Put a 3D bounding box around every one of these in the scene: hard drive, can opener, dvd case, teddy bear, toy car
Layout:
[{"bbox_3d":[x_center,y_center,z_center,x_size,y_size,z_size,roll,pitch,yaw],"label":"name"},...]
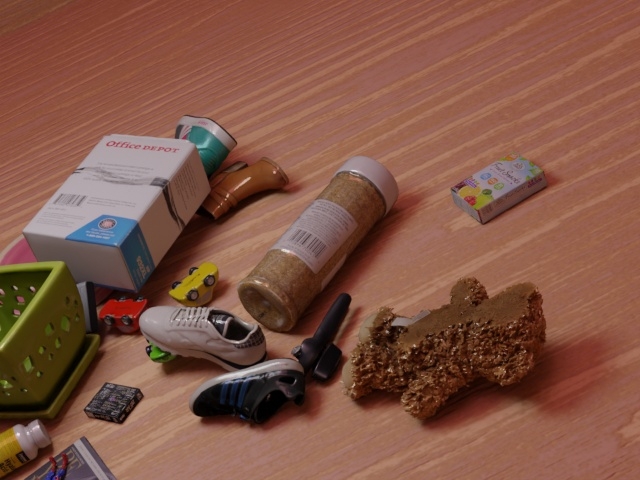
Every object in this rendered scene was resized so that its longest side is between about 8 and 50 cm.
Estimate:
[{"bbox_3d":[-0.471,0.136,2.011,0.135,0.094,0.022,-16,-12,36],"label":"hard drive"},{"bbox_3d":[0.006,0.156,1.746,0.059,0.073,0.186,-49,9,42],"label":"can opener"},{"bbox_3d":[-0.431,0.414,1.680,0.221,0.018,0.164,-35,35,-17],"label":"dvd case"},{"bbox_3d":[0.182,0.161,1.595,0.338,0.113,0.245,-21,26,18],"label":"teddy bear"},{"bbox_3d":[-0.279,0.151,1.919,0.239,0.053,0.225,-22,34,4],"label":"toy car"}]

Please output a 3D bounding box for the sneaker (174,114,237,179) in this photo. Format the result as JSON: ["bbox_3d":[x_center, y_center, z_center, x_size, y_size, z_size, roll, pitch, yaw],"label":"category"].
[{"bbox_3d":[-0.293,-0.167,2.315,0.178,0.124,0.295,-50,18,-11],"label":"sneaker"}]

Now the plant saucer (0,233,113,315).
[{"bbox_3d":[-0.545,0.052,2.193,0.332,0.084,0.332,-16,34,11],"label":"plant saucer"}]

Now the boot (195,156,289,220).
[{"bbox_3d":[-0.165,-0.097,2.178,0.152,0.073,0.197,-43,26,-29],"label":"boot"}]

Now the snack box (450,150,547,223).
[{"bbox_3d":[0.315,-0.095,1.906,0.141,0.037,0.100,-30,35,-9],"label":"snack box"}]

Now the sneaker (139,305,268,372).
[{"bbox_3d":[-0.196,0.144,1.787,0.235,0.095,0.090,13,50,17],"label":"sneaker"}]

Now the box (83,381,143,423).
[{"bbox_3d":[-0.351,0.275,1.822,0.083,0.018,0.067,3,42,35],"label":"box"}]

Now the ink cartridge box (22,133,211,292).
[{"bbox_3d":[-0.386,-0.060,2.080,0.223,0.129,0.307,7,45,25],"label":"ink cartridge box"}]

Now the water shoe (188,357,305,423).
[{"bbox_3d":[-0.118,0.247,1.666,0.203,0.073,0.080,-24,52,20],"label":"water shoe"}]

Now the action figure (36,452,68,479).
[{"bbox_3d":[-0.422,0.383,1.677,0.038,0.030,0.115,-11,38,9],"label":"action figure"}]

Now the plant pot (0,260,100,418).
[{"bbox_3d":[-0.537,0.189,1.886,0.228,0.207,0.227,-4,39,27],"label":"plant pot"}]

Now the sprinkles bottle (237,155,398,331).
[{"bbox_3d":[0.000,0.000,1.893,0.121,0.121,0.355,9,46,39],"label":"sprinkles bottle"}]

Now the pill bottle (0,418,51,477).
[{"bbox_3d":[-0.510,0.345,1.781,0.116,0.065,0.065,-30,34,-8],"label":"pill bottle"}]
